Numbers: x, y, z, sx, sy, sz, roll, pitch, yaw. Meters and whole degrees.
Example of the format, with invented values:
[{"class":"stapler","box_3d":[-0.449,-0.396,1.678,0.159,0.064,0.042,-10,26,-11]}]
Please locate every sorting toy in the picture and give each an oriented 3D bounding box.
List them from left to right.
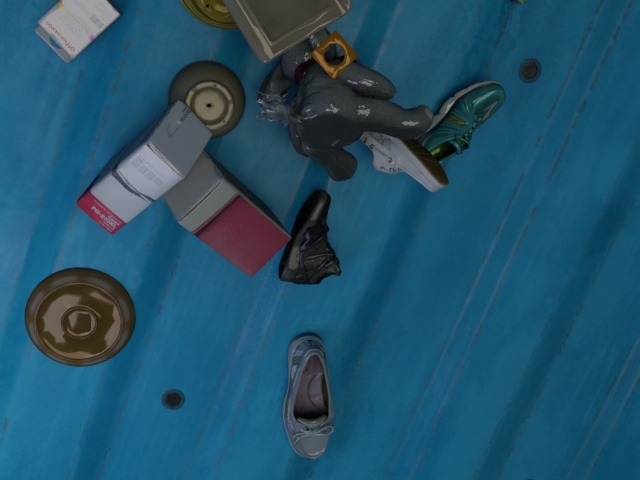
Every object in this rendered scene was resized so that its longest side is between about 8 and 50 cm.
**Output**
[{"class":"sorting toy","box_3d":[-0.068,-0.438,1.336,0.196,0.047,0.348,-32,100,-2]}]

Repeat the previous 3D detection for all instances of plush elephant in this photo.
[{"class":"plush elephant","box_3d":[0.012,-0.309,1.488,0.330,0.255,0.272,17,147,-33]}]

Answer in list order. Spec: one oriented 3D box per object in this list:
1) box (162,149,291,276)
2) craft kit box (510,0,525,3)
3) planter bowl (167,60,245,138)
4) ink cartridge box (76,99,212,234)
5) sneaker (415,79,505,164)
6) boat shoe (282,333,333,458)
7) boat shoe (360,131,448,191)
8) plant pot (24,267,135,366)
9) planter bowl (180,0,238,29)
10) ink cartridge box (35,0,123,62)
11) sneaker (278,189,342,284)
[{"class":"box","box_3d":[-0.194,-0.056,1.542,0.127,0.148,0.232,-44,132,4]},{"class":"craft kit box","box_3d":[0.400,-0.669,1.560,0.250,0.061,0.247,34,96,-19]},{"class":"planter bowl","box_3d":[-0.228,-0.279,1.525,0.162,0.109,0.162,-3,109,-10]},{"class":"ink cartridge box","box_3d":[-0.340,-0.142,1.462,0.237,0.172,0.100,-31,115,33]},{"class":"sneaker","box_3d":[0.300,-0.234,1.638,0.275,0.110,0.107,-41,131,6]},{"class":"boat shoe","box_3d":[-0.025,0.383,1.777,0.118,0.103,0.320,-1,107,-11]},{"class":"boat shoe","box_3d":[0.154,-0.183,1.588,0.096,0.277,0.098,-52,153,21]},{"class":"plant pot","box_3d":[-0.528,0.176,1.649,0.236,0.032,0.236,-3,109,-10]},{"class":"planter bowl","box_3d":[-0.180,-0.487,1.438,0.217,0.090,0.217,-2,131,-2]},{"class":"ink cartridge box","box_3d":[-0.465,-0.422,1.442,0.143,0.090,0.092,-41,110,4]},{"class":"sneaker","box_3d":[0.000,0.000,1.674,0.130,0.087,0.227,15,107,-17]}]
